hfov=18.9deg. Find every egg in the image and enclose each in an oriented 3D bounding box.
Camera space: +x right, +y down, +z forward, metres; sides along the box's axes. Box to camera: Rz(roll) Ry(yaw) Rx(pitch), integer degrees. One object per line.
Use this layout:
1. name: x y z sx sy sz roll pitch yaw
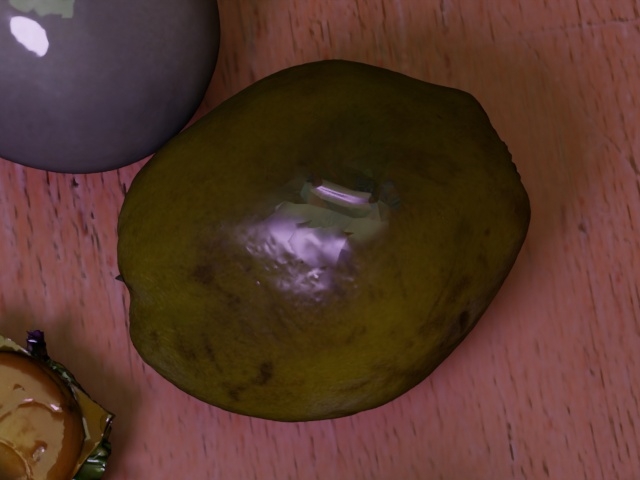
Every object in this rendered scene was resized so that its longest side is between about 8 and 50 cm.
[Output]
1. egg: -0.236 -0.205 1.513 0.258 0.258 0.352 -42 76 -10

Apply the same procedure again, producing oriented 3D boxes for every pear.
1. pear: 0.000 0.000 1.461 0.321 0.269 0.269 -15 74 7

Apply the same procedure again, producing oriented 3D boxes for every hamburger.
1. hamburger: -0.251 0.157 1.494 0.164 0.093 0.189 -41 79 -12
